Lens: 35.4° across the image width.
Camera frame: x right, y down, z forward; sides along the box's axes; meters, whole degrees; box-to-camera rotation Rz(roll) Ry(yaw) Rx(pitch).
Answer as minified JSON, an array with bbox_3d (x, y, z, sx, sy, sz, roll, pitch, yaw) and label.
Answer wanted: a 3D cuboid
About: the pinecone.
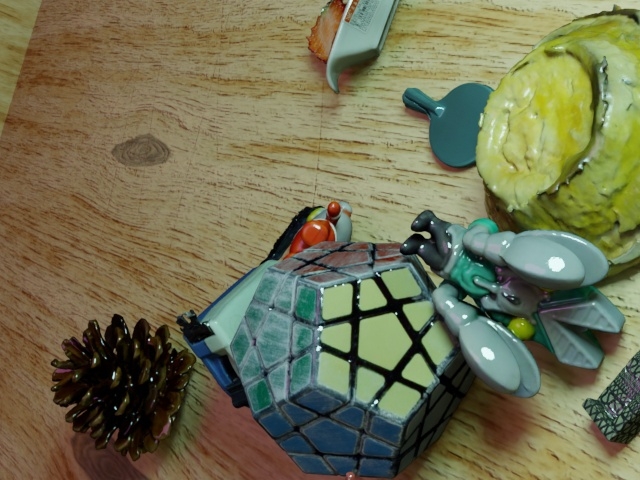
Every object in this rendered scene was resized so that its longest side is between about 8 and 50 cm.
[{"bbox_3d":[-0.355,0.249,1.784,0.264,0.264,0.264,-24,58,46],"label":"pinecone"}]

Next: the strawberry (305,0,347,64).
[{"bbox_3d":[0.023,-0.347,1.685,0.104,0.048,0.152,-38,40,38],"label":"strawberry"}]

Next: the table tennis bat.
[{"bbox_3d":[0.184,-0.178,1.437,0.201,0.033,0.124,38,105,49],"label":"table tennis bat"}]

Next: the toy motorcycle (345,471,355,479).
[{"bbox_3d":[0.126,0.368,1.196,0.272,0.123,0.182,15,117,37],"label":"toy motorcycle"}]

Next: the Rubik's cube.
[{"bbox_3d":[0.045,0.148,1.290,0.319,0.319,0.264,-35,25,40],"label":"Rubik's cube"}]

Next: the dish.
[{"bbox_3d":[0.073,-0.340,1.579,0.154,0.064,0.234,-30,-39,-82],"label":"dish"}]

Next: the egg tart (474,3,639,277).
[{"bbox_3d":[0.294,-0.128,1.196,0.345,0.132,0.345,-27,55,47],"label":"egg tart"}]

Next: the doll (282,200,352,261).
[{"bbox_3d":[0.000,0.000,1.476,0.142,0.076,0.245,-58,-3,13],"label":"doll"}]

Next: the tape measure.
[{"bbox_3d":[-0.052,0.109,1.548,0.098,0.215,0.351,-25,13,44],"label":"tape measure"}]

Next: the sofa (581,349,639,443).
[{"bbox_3d":[0.344,0.160,1.090,0.118,0.039,0.060,-55,40,22],"label":"sofa"}]

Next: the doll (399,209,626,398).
[{"bbox_3d":[0.209,0.074,1.145,0.258,0.153,0.195,5,113,28],"label":"doll"}]
